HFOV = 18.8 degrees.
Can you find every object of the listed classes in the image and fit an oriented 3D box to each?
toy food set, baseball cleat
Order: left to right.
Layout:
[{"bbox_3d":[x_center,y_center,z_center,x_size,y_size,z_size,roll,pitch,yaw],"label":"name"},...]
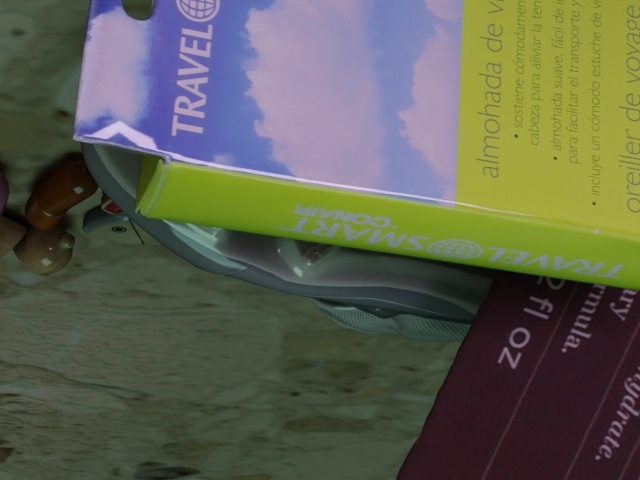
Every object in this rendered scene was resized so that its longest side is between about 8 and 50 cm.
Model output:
[{"bbox_3d":[-0.096,-0.008,0.709,0.122,0.019,0.078,-5,154,17],"label":"toy food set"},{"bbox_3d":[0.000,0.000,0.660,0.206,0.072,0.109,19,157,-25],"label":"baseball cleat"}]

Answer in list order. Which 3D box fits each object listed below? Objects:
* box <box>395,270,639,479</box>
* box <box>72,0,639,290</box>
[{"bbox_3d":[0.166,0.070,0.600,0.203,0.168,0.167,20,166,35],"label":"box"},{"bbox_3d":[0.026,-0.050,0.499,0.178,0.109,0.042,9,156,-13],"label":"box"}]
